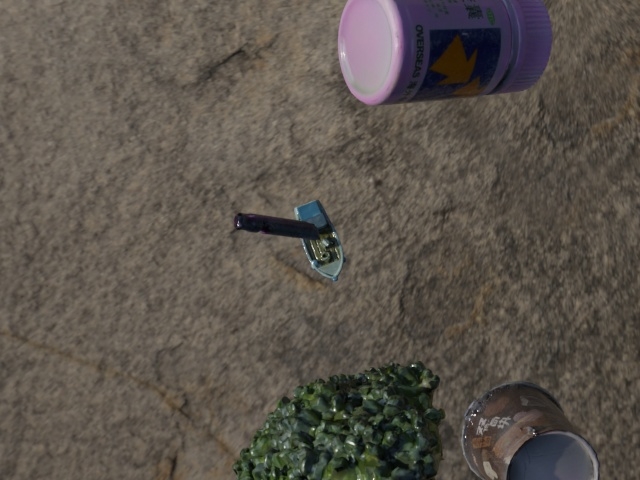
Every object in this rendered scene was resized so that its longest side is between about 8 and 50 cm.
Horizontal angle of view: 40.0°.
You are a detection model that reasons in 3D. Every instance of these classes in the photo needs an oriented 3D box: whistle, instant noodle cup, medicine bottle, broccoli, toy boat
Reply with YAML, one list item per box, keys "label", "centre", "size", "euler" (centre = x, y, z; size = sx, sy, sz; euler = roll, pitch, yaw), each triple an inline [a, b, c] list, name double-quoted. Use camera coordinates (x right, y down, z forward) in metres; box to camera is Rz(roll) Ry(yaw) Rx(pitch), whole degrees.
- label: "whistle"
  centre: [-0.073, -0.024, 1.517]
  size: [0.033, 0.176, 0.033]
  euler: [-10, 77, 50]
- label: "instant noodle cup"
  centre: [0.386, 0.390, 1.602]
  size: [0.217, 0.207, 0.218]
  euler: [-1, 99, -7]
- label: "medicine bottle"
  centre: [0.190, -0.303, 1.343]
  size: [0.290, 0.178, 0.178]
  euler: [-8, 111, -27]
- label: "broccoli"
  centre: [0.051, 0.244, 0.854]
  size: [0.248, 0.288, 0.245]
  euler: [-40, 99, 7]
- label: "toy boat"
  centre: [0.000, 0.000, 1.655]
  size: [0.069, 0.059, 0.173]
  euler: [-21, 76, 1]
